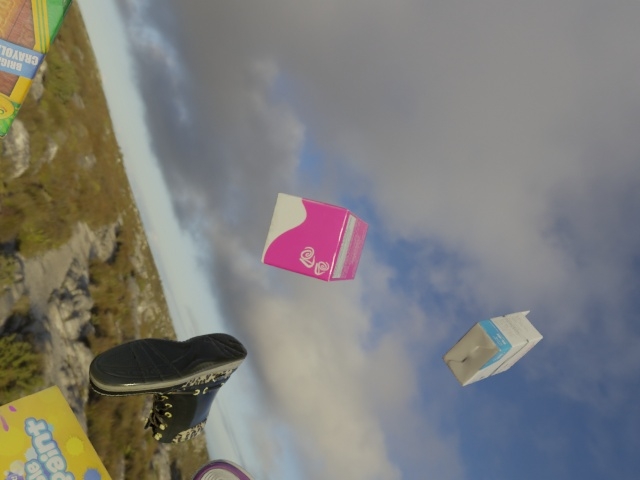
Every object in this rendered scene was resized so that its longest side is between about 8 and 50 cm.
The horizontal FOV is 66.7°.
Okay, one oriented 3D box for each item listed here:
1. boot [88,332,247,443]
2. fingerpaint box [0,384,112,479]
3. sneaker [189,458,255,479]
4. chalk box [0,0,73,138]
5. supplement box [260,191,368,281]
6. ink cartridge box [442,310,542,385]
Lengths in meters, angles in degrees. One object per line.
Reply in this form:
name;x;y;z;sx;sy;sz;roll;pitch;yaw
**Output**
boot;-0.233;0.231;0.714;0.085;0.236;0.178;42;-65;34
fingerpaint box;-0.436;0.509;0.708;0.444;0.371;0.163;53;20;11
sneaker;-0.071;0.462;0.736;0.305;0.114;0.152;35;-38;25
chalk box;-0.375;-0.198;0.497;0.132;0.132;0.213;36;-81;44
supplement box;0.000;0.000;0.799;0.220;0.111;0.113;21;85;-76
ink cartridge box;0.311;0.184;0.850;0.060;0.180;0.104;56;-50;33
